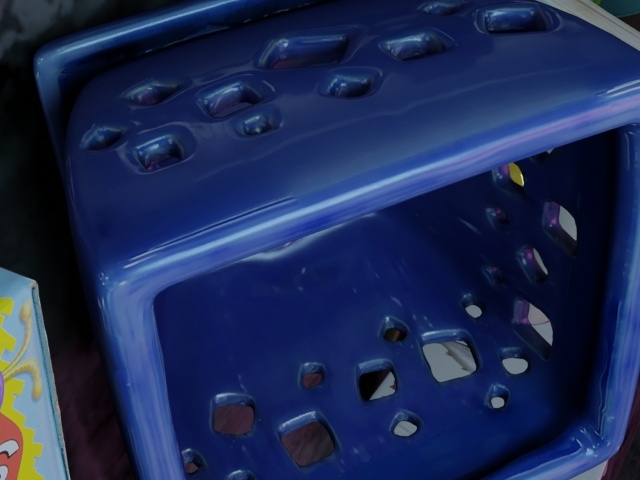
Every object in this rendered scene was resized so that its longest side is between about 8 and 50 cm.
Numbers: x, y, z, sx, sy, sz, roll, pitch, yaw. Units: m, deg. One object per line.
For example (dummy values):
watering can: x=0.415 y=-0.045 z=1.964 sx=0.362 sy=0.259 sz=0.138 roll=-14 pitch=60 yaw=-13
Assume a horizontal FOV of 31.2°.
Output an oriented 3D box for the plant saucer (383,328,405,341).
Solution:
plant saucer: x=0.120 y=-0.019 z=0.964 sx=0.278 sy=0.041 sz=0.278 roll=-53 pitch=169 yaw=-16

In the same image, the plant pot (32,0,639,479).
plant pot: x=0.000 y=0.000 z=0.541 sx=0.236 sy=0.212 sz=0.236 roll=-19 pitch=133 yaw=-13

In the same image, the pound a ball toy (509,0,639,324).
pound a ball toy: x=0.097 y=-0.075 z=0.684 sx=0.136 sy=0.208 sz=0.319 roll=-47 pitch=165 yaw=-26

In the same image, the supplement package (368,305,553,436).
supplement package: x=0.120 y=0.126 z=1.008 sx=0.179 sy=0.105 sz=0.105 roll=-54 pitch=168 yaw=-11

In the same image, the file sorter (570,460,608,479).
file sorter: x=0.181 y=0.310 z=1.235 sx=0.277 sy=0.193 sz=0.173 roll=-61 pitch=157 yaw=-24

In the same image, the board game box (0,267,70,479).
board game box: x=-0.213 y=0.115 z=0.314 sx=0.275 sy=0.144 sz=0.142 roll=-44 pitch=143 yaw=-47

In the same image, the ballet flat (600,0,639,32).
ballet flat: x=0.191 y=-0.183 z=0.782 sx=0.123 sy=0.123 sz=0.348 roll=-66 pitch=151 yaw=-13
